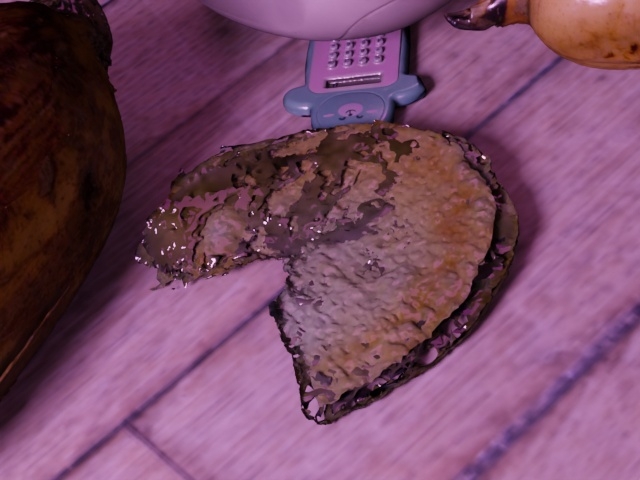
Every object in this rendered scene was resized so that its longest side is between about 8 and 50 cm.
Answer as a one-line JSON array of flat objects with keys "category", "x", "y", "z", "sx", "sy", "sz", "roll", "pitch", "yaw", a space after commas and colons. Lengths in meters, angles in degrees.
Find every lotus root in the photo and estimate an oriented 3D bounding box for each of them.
[{"category": "lotus root", "x": 0.185, "y": -0.158, "z": 0.837, "sx": 0.220, "sy": 0.125, "sz": 0.118, "roll": -3, "pitch": 75, "yaw": 18}, {"category": "lotus root", "x": -0.239, "y": -0.002, "z": 0.788, "sx": 0.195, "sy": 0.179, "sz": 0.397, "roll": 14, "pitch": 53, "yaw": 28}]

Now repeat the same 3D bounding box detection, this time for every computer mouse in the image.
[{"category": "computer mouse", "x": 0.026, "y": -0.203, "z": 0.920, "sx": 0.184, "sy": 0.121, "sz": 0.297, "roll": -44, "pitch": 20, "yaw": -18}]

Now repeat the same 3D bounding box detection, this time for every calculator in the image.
[{"category": "calculator", "x": 0.023, "y": -0.106, "z": 0.918, "sx": 0.094, "sy": 0.019, "sz": 0.141, "roll": -5, "pitch": 44, "yaw": 11}]

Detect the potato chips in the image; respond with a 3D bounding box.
[{"category": "potato chips", "x": 0.001, "y": 0.003, "z": 0.807, "sx": 0.219, "sy": 0.029, "sz": 0.202, "roll": 23, "pitch": 63, "yaw": 31}]
